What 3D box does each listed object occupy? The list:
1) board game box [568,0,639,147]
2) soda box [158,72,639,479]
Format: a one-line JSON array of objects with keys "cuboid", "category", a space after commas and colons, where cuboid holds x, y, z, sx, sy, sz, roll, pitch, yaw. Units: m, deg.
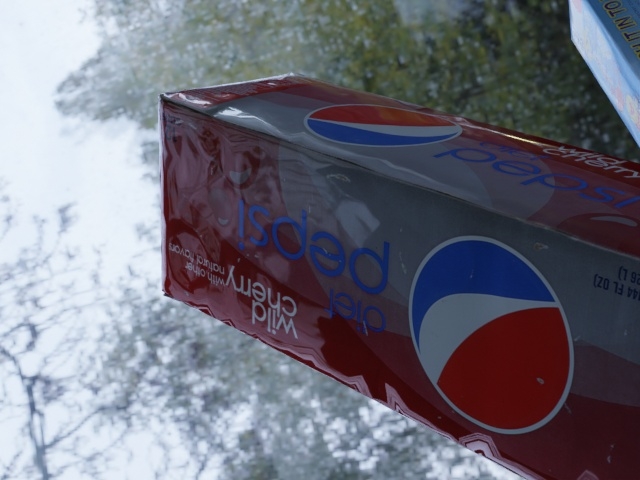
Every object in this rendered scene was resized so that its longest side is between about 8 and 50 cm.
[{"cuboid": [0.419, -0.171, 1.026, 0.086, 0.302, 0.308, 72, -179, -47], "category": "board game box"}, {"cuboid": [0.050, 0.010, 0.418, 0.083, 0.263, 0.092, -18, -61, -40], "category": "soda box"}]
